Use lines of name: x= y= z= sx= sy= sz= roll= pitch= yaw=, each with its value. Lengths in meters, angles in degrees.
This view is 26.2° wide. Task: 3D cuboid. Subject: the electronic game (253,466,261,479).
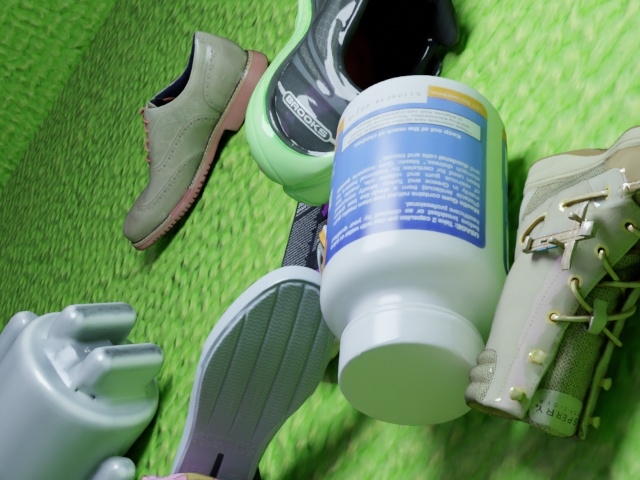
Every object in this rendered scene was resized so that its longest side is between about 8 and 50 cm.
electronic game: x=-0.124 y=0.313 z=1.392 sx=0.229 sy=0.048 sz=0.229 roll=-48 pitch=27 yaw=34

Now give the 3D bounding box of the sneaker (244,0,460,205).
sneaker: x=0.067 y=-0.250 z=1.467 sx=0.202 sy=0.185 sz=0.482 roll=-17 pitch=51 yaw=37

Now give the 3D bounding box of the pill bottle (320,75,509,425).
pill bottle: x=0.078 y=0.008 z=1.123 sx=0.152 sy=0.152 sz=0.272 roll=-43 pitch=29 yaw=42

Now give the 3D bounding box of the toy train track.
toy train track: x=0.153 y=-0.003 z=0.902 sx=0.083 sy=0.014 sz=0.048 roll=-21 pitch=48 yaw=67

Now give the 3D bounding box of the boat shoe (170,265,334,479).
boat shoe: x=-0.075 y=0.138 z=1.275 sx=0.094 sy=0.109 sz=0.302 roll=-96 pitch=30 yaw=-61

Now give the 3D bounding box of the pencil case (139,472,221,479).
pencil case: x=-0.133 y=0.393 z=1.163 sx=0.167 sy=0.160 sz=0.386 roll=9 pitch=73 yaw=40

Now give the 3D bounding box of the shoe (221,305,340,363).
shoe: x=-0.033 y=0.089 z=1.415 sx=0.058 sy=0.076 sz=0.219 roll=-46 pitch=22 yaw=-18

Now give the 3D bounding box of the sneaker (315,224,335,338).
sneaker: x=0.033 y=0.054 z=1.278 sx=0.083 sy=0.084 sz=0.215 roll=-63 pitch=21 yaw=18

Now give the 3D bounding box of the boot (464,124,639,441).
boot: x=0.191 y=0.034 z=0.913 sx=0.262 sy=0.095 sz=0.203 roll=-10 pitch=57 yaw=66

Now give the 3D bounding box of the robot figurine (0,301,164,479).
robot figurine: x=-0.343 y=0.234 z=1.773 sx=0.353 sy=0.200 sz=0.300 roll=-52 pitch=57 yaw=27

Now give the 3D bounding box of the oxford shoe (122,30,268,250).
oxford shoe: x=-0.214 y=-0.147 z=1.992 sx=0.348 sy=0.130 sz=0.123 roll=-58 pitch=22 yaw=14

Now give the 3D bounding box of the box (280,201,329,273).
box: x=0.000 y=0.000 z=1.481 sx=0.116 sy=0.029 sz=0.162 roll=-31 pitch=40 yaw=53
